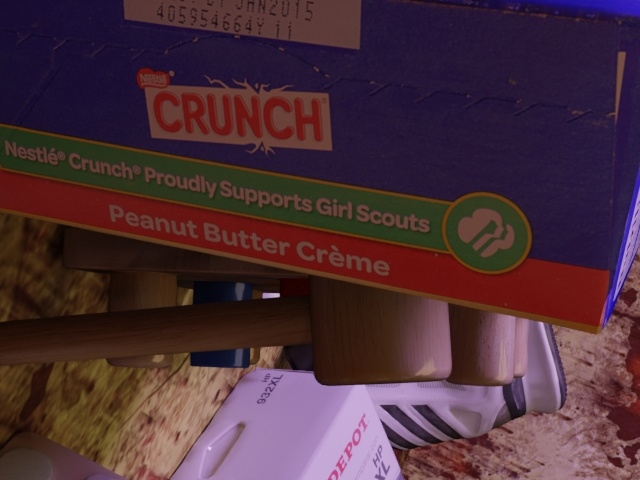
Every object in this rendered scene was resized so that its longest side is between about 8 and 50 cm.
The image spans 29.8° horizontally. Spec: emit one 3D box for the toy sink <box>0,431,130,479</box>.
[{"bbox_3d":[-0.139,0.207,0.651,0.131,0.152,0.234,-52,159,-49],"label":"toy sink"}]

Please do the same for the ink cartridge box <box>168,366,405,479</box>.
[{"bbox_3d":[-0.009,0.302,1.087,0.223,0.129,0.307,-55,133,-43],"label":"ink cartridge box"}]

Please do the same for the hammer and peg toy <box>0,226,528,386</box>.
[{"bbox_3d":[-0.006,0.010,0.667,0.361,0.266,0.127,22,70,-76],"label":"hammer and peg toy"}]

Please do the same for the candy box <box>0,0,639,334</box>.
[{"bbox_3d":[0.037,-0.100,0.546,0.317,0.268,0.122,-44,142,-57],"label":"candy box"}]

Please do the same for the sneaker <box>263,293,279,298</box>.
[{"bbox_3d":[0.000,0.000,0.973,0.091,0.094,0.258,-67,167,23],"label":"sneaker"}]

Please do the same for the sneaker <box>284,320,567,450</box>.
[{"bbox_3d":[0.073,0.036,1.172,0.169,0.257,0.447,-121,-170,-61],"label":"sneaker"}]
